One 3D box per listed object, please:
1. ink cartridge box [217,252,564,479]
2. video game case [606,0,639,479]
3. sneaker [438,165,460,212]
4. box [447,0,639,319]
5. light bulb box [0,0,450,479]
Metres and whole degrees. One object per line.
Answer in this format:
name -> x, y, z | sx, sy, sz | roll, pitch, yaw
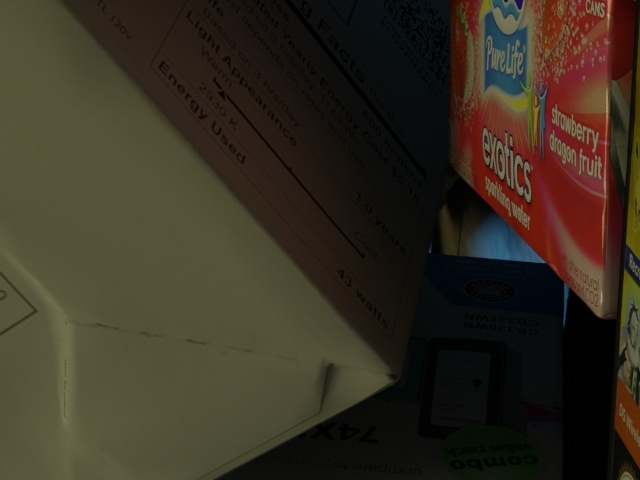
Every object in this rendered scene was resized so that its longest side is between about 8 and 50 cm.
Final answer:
ink cartridge box -> 0.032, 0.156, 1.040 | 0.270, 0.198, 0.197 | -79, -8, -58
video game case -> 0.119, 0.073, 0.456 | 0.275, 0.035, 0.248 | -109, 18, -73
sneaker -> 0.076, -0.060, 1.382 | 0.094, 0.081, 0.208 | -46, 1, 11
box -> 0.128, -0.067, 0.698 | 0.257, 0.122, 0.128 | -117, 26, -74
light bulb box -> -0.120, -0.109, 0.948 | 0.358, 0.225, 0.361 | 49, -151, -20
